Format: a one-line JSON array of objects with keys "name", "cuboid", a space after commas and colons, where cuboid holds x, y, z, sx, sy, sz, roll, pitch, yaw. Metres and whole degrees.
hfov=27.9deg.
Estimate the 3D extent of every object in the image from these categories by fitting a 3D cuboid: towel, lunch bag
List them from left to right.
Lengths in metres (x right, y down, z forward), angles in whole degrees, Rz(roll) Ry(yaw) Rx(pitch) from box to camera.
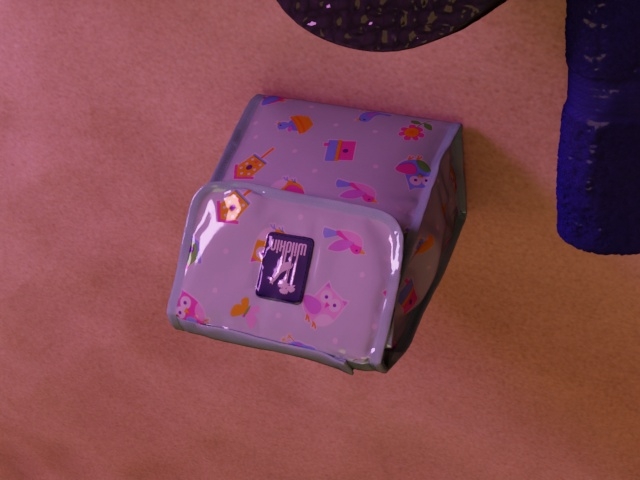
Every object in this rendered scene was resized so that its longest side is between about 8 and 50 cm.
[{"name": "lunch bag", "cuboid": [0.000, 0.000, 1.203, 0.223, 0.262, 0.160, 11, 139, 19]}, {"name": "towel", "cuboid": [0.303, -0.120, 1.020, 0.228, 0.076, 0.308, -2, 134, 5]}]

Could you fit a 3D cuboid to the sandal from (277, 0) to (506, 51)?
[{"name": "sandal", "cuboid": [0.151, -0.270, 0.928, 0.446, 0.107, 0.167, -26, 88, 33]}]
